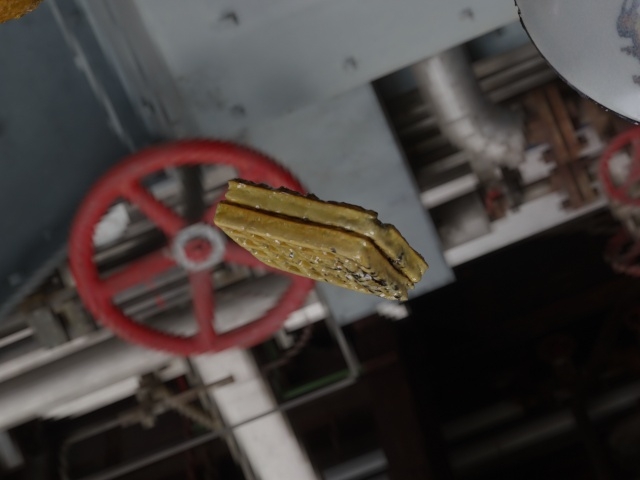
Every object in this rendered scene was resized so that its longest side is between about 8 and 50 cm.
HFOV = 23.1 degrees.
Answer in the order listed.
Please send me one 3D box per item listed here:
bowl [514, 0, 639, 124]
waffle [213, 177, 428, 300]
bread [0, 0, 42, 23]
[{"bbox_3d":[0.290,-0.253,1.081,0.157,0.345,0.345,61,-171,-59],"label":"bowl"},{"bbox_3d":[0.000,0.000,1.215,0.102,0.148,0.042,45,-115,-55],"label":"waffle"},{"bbox_3d":[-0.277,-0.251,1.084,0.240,0.139,0.240,37,-141,-38],"label":"bread"}]
